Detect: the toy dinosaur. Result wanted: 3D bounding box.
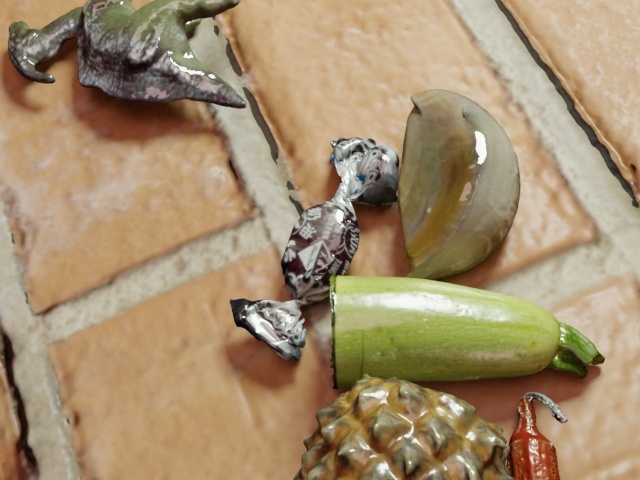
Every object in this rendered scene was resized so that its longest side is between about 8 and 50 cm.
[{"bbox_3d":[-0.187,-0.209,0.960,0.294,0.077,0.162,12,68,32],"label":"toy dinosaur"}]

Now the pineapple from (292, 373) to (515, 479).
[{"bbox_3d":[0.049,0.197,0.649,0.166,0.166,0.193,14,68,17],"label":"pineapple"}]

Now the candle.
[{"bbox_3d":[0.161,0.187,0.694,0.053,0.048,0.162,10,58,-18],"label":"candle"}]

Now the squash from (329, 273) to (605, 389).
[{"bbox_3d":[0.115,0.082,0.751,0.224,0.094,0.094,4,62,2],"label":"squash"}]

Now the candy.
[{"bbox_3d":[0.000,0.000,0.827,0.094,0.051,0.226,13,63,28],"label":"candy"}]

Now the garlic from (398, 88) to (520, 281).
[{"bbox_3d":[0.120,-0.058,0.816,0.101,0.087,0.196,-9,63,20],"label":"garlic"}]
